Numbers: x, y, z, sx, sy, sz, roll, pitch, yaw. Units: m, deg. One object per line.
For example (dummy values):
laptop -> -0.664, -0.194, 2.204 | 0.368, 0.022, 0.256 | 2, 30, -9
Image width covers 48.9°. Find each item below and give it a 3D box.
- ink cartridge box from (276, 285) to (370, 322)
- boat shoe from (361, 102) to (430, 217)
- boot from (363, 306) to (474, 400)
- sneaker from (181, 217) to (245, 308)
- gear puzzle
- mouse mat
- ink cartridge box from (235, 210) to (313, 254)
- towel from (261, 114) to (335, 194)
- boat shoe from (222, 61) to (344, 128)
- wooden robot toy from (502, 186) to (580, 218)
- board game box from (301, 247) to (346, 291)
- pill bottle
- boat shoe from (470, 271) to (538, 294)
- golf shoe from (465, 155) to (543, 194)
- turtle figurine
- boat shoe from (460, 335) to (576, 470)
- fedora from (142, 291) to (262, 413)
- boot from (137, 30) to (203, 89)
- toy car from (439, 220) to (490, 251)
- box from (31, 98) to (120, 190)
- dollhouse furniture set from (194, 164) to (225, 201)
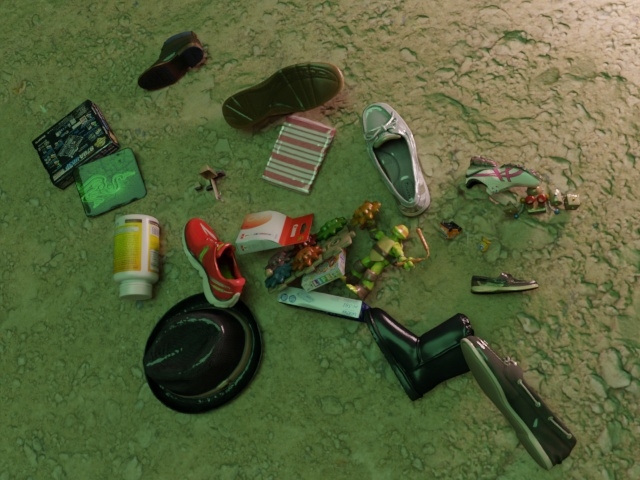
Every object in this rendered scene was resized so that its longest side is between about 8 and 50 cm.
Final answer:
ink cartridge box -> 0.009, 0.154, 1.703 | 0.207, 0.097, 0.046 | 9, 79, 19
boat shoe -> 0.182, -0.213, 1.744 | 0.118, 0.103, 0.320 | -20, 72, 11
boot -> 0.242, 0.219, 1.618 | 0.207, 0.094, 0.246 | -33, 76, 10
sneaker -> -0.258, 0.037, 1.777 | 0.118, 0.107, 0.279 | -55, 53, 34
gear puzzle -> 0.000, 0.000, 1.707 | 0.339, 0.175, 0.044 | -32, 111, 10
mouse mat -> -0.597, -0.164, 1.987 | 0.190, 0.007, 0.152 | -21, 85, 6
ink cartridge box -> -0.115, -0.032, 1.771 | 0.179, 0.045, 0.145 | -13, 28, 15
towel -> -0.058, -0.227, 1.861 | 0.144, 0.029, 0.197 | 20, 85, 20
boat shoe -> -0.091, -0.388, 1.857 | 0.342, 0.123, 0.123 | -18, 103, 22
wooden robot toy -> 0.511, -0.106, 1.642 | 0.174, 0.076, 0.079 | -6, 64, 14
board game box -> 0.010, 0.053, 1.706 | 0.104, 0.026, 0.154 | -27, 25, 18
pill bottle -> -0.488, 0.046, 1.866 | 0.117, 0.117, 0.214 | -7, 74, 15
boat shoe -> 0.422, 0.096, 1.619 | 0.152, 0.056, 0.049 | -4, 80, 15
golf shoe -> 0.433, -0.142, 1.668 | 0.186, 0.067, 0.085 | 16, 88, 37
turtle figurine -> 0.138, 0.030, 1.706 | 0.217, 0.087, 0.269 | -48, 46, 4
boat shoe -> 0.423, 0.330, 1.508 | 0.096, 0.112, 0.335 | -34, 90, -12
fedora -> -0.318, 0.269, 1.740 | 0.334, 0.152, 0.333 | -4, 74, 15
boot -> -0.435, -0.521, 2.035 | 0.219, 0.082, 0.106 | -26, 49, 13
toy car -> 0.336, -0.004, 1.673 | 0.122, 0.060, 0.040 | 34, 119, 28
box -> -0.716, -0.280, 2.053 | 0.220, 0.051, 0.175 | -36, 70, 5
dollhouse furniture set -> -0.302, -0.141, 1.864 | 0.091, 0.114, 0.081 | -20, 76, 8
